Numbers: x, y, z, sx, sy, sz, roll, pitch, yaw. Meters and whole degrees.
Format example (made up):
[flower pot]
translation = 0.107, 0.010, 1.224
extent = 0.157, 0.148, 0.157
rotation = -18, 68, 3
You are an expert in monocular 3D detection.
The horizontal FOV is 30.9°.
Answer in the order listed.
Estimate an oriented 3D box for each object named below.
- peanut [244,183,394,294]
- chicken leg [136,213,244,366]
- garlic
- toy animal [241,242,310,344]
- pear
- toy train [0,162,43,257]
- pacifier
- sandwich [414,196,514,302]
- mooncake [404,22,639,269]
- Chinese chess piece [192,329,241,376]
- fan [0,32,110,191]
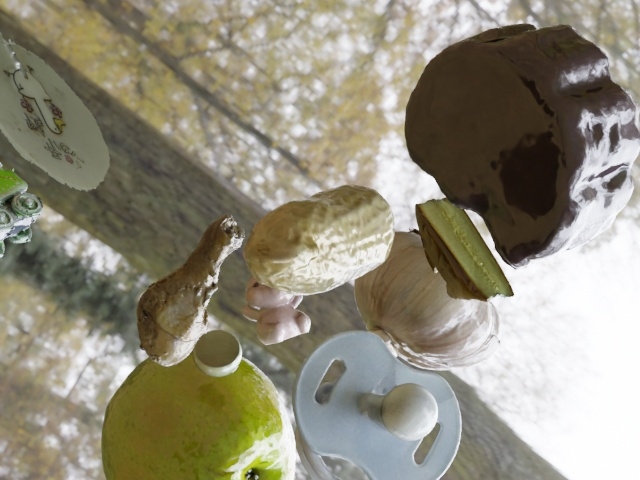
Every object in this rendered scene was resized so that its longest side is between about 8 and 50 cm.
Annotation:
[peanut]
translation = 0.000, 0.000, 1.720
extent = 0.152, 0.152, 0.313
rotation = -32, 176, 33
[chicken leg]
translation = -0.156, 0.055, 1.383
extent = 0.085, 0.069, 0.197
rotation = 33, -87, 17
[garlic]
translation = 0.212, 0.131, 2.302
extent = 0.241, 0.322, 0.322
rotation = -50, -151, 9
[toy animal]
translation = -0.103, 0.096, 2.256
extent = 0.124, 0.124, 0.212
rotation = -26, -99, 40
[pear]
translation = -0.213, 0.386, 2.121
extent = 0.391, 0.391, 0.391
rotation = -36, -147, 28
[toy train]
translation = -0.361, -0.012, 1.153
extent = 0.202, 0.081, 0.060
rotation = -37, 165, -54
[pacifier]
translation = 0.102, 0.278, 1.795
extent = 0.244, 0.299, 0.233
rotation = -63, -167, -21
[sandwich]
translation = 0.252, 0.033, 2.051
extent = 0.090, 0.088, 0.244
rotation = -19, -124, -18
[mooncake]
translation = 0.334, -0.164, 1.855
extent = 0.212, 0.381, 0.350
rotation = -21, 166, -30
[Chinese chess piece]
translation = -0.176, 0.192, 1.976
extent = 0.034, 0.084, 0.084
rotation = 100, 0, -51
[fan]
translation = -0.373, -0.221, 1.414
extent = 0.233, 0.414, 0.012
rotation = 16, -130, 33
